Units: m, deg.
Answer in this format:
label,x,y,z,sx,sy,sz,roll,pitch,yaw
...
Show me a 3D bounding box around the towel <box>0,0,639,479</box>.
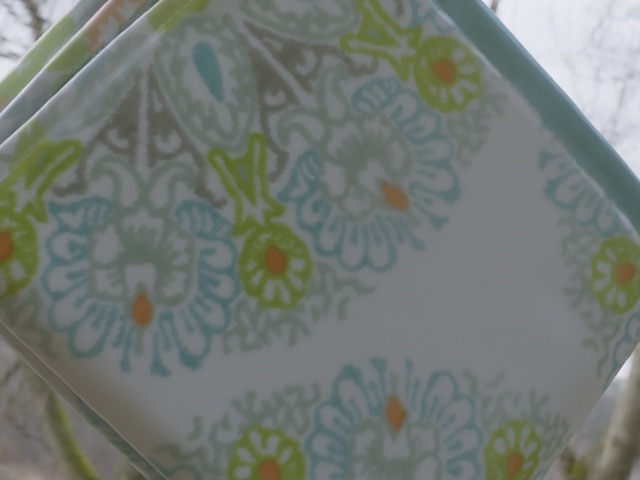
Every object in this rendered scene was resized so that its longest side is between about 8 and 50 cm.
label,x,y,z,sx,sy,sz,roll,pitch,yaw
towel,0.000,0.000,0.917,0.374,0.320,0.090,46,-21,-14
